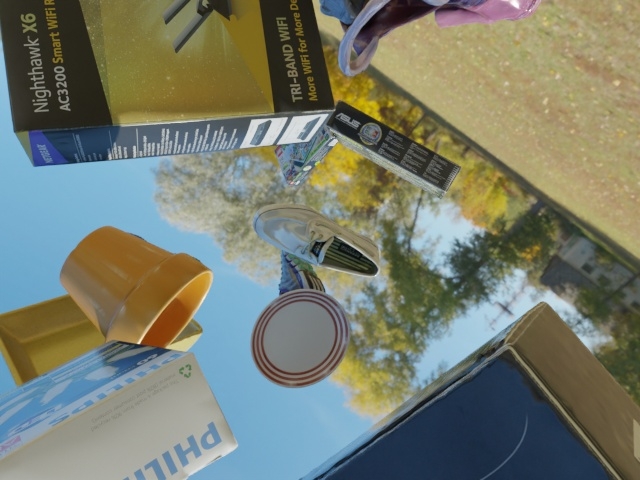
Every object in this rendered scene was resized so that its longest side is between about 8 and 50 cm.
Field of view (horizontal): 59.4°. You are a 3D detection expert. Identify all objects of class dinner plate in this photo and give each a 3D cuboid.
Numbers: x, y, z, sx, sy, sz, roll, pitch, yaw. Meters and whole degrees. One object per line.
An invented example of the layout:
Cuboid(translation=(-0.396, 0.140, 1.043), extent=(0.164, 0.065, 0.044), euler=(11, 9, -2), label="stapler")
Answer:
Cuboid(translation=(-0.027, 0.132, 0.760), extent=(0.141, 0.141, 0.017), euler=(31, 179, -21), label="dinner plate")

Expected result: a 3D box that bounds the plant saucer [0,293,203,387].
Cuboid(translation=(-0.455, 0.202, 1.138), extent=(0.333, 0.081, 0.333), euler=(-18, -150, -34), label="plant saucer")

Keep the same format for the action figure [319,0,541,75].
Cuboid(translation=(0.198, -0.366, 0.736), extent=(0.370, 0.248, 0.275), euler=(4, -121, -20), label="action figure")

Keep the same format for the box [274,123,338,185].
Cuboid(translation=(-0.036, -0.243, 1.427), extent=(0.036, 0.207, 0.114), euler=(-2, -118, -41), label="box")

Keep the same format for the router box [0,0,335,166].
Cuboid(translation=(-0.140, -0.229, 0.480), extent=(0.243, 0.308, 0.081), euler=(-9, 171, -18), label="router box")

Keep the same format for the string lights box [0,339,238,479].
Cuboid(translation=(-0.183, 0.145, 0.444), extent=(0.133, 0.260, 0.076), euler=(-27, -83, -31), label="string lights box")

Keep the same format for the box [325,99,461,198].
Cuboid(translation=(0.153, -0.180, 1.164), extent=(0.270, 0.060, 0.216), euler=(31, -175, 9), label="box")

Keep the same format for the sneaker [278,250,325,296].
Cuboid(translation=(-0.070, 0.067, 1.231), extent=(0.083, 0.098, 0.223), euler=(34, -159, -38), label="sneaker")

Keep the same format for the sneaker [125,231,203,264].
Cuboid(translation=(-0.339, 0.050, 1.110), extent=(0.209, 0.082, 0.069), euler=(23, -135, -21), label="sneaker")

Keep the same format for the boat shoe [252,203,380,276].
Cuboid(translation=(0.000, 0.000, 0.922), extent=(0.226, 0.083, 0.076), euler=(15, -159, -12), label="boat shoe")

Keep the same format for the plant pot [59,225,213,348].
Cuboid(translation=(-0.317, 0.078, 0.940), extent=(0.188, 0.205, 0.205), euler=(36, -165, 6), label="plant pot")

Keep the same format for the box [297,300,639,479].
Cuboid(translation=(0.231, 0.415, 0.687), extent=(0.480, 0.472, 0.297), euler=(53, -156, 16), label="box")
